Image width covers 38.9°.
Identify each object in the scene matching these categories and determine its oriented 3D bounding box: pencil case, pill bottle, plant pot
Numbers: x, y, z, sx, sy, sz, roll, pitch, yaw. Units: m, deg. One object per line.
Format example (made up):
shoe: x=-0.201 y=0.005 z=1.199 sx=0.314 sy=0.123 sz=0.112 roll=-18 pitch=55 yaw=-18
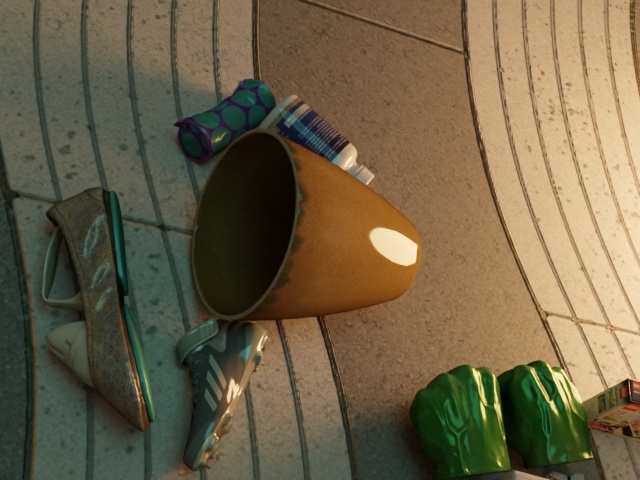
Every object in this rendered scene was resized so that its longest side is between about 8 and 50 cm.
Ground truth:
pencil case: x=-0.134 y=-0.174 z=1.294 sx=0.151 sy=0.064 sz=0.070 roll=-42 pitch=101 yaw=-38
pill bottle: x=-0.007 y=-0.123 z=1.308 sx=0.169 sy=0.094 sz=0.094 roll=41 pitch=52 yaw=1
plant pot: x=0.000 y=0.000 z=1.177 sx=0.254 sy=0.237 sz=0.237 roll=12 pitch=56 yaw=-36

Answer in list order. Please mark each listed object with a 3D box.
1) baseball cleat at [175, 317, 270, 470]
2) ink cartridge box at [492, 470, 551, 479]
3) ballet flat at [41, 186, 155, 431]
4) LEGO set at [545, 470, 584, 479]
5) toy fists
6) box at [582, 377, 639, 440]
baseball cleat: x=-0.139 y=0.177 z=1.093 sx=0.109 sy=0.072 sz=0.206 roll=23 pitch=48 yaw=4
ink cartridge box: x=0.234 y=0.389 z=1.117 sx=0.061 sy=0.104 sz=0.181 roll=19 pitch=56 yaw=-15
ballet flat: x=-0.269 y=0.084 z=1.067 sx=0.106 sy=0.108 sz=0.316 roll=-11 pitch=61 yaw=-9
LEGO set: x=0.317 y=0.391 z=1.169 sx=0.093 sy=0.087 sz=0.227 roll=21 pitch=53 yaw=-14
toy fists: x=0.243 y=0.238 z=1.221 sx=0.279 sy=0.096 sz=0.142 roll=1 pitch=71 yaw=-28
box: x=0.496 y=0.258 z=1.320 sx=0.206 sy=0.114 sz=0.036 roll=17 pitch=56 yaw=-16
